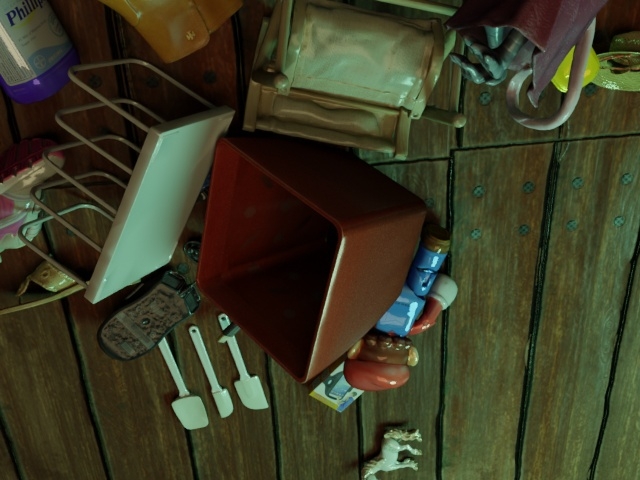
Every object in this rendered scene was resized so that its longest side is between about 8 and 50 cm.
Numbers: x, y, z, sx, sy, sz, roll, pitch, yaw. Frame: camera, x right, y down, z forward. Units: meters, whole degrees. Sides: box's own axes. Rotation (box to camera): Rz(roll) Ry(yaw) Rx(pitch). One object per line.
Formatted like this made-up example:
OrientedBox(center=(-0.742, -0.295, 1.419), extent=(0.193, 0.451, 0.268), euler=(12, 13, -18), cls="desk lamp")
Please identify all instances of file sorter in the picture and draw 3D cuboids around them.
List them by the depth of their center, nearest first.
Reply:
OrientedBox(center=(-0.283, -0.093, 1.202), extent=(0.173, 0.193, 0.277), euler=(33, 117, 12), cls="file sorter")

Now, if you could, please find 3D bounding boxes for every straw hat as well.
OrientedBox(center=(0.459, -0.277, 1.259), extent=(0.144, 0.144, 0.061), euler=(11, 79, -13), cls="straw hat")

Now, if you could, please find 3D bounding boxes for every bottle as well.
OrientedBox(center=(-0.423, -0.321, 1.102), extent=(0.092, 0.118, 0.283), euler=(-8, 126, 25), cls="bottle")

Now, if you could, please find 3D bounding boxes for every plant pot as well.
OrientedBox(center=(0.000, 0.000, 1.261), extent=(0.236, 0.267, 0.267), euler=(-18, 133, -40), cls="plant pot")

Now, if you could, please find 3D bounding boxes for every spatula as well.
OrientedBox(center=(-0.206, 0.243, 1.551), extent=(0.168, 0.019, 0.242), euler=(-14, 123, 4), cls="spatula")

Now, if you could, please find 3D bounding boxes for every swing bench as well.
OrientedBox(center=(0.043, -0.229, 1.165), extent=(0.253, 0.255, 0.165), euler=(9, 83, -13), cls="swing bench")

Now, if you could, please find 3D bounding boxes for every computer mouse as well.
OrientedBox(center=(-0.239, 0.125, 1.450), extent=(0.262, 0.060, 0.184), euler=(-43, 114, 7), cls="computer mouse")

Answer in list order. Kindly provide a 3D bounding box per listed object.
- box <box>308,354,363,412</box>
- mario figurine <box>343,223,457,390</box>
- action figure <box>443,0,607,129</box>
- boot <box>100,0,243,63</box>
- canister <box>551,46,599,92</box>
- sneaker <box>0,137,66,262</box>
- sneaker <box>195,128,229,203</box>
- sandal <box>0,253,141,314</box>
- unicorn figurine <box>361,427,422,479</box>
OrientedBox(center=(0.050, 0.256, 1.583), extent=(0.081, 0.028, 0.136), euler=(33, 116, -24), cls="box")
OrientedBox(center=(0.110, 0.110, 1.465), extent=(0.198, 0.170, 0.320), euler=(25, 111, 20), cls="mario figurine")
OrientedBox(center=(0.310, -0.318, 0.939), extent=(0.370, 0.248, 0.276), euler=(-49, 125, 5), cls="action figure")
OrientedBox(center=(-0.251, -0.316, 1.098), extent=(0.295, 0.104, 0.211), euler=(-32, 128, -12), cls="boot")
OrientedBox(center=(0.310, -0.287, 1.173), extent=(0.073, 0.170, 0.126), euler=(-35, 119, 16), cls="canister")
OrientedBox(center=(-0.462, -0.057, 1.289), extent=(0.252, 0.103, 0.111), euler=(-35, 124, 23), cls="sneaker")
OrientedBox(center=(-0.174, -0.110, 1.300), extent=(0.152, 0.058, 0.084), euler=(-38, 113, 22), cls="sneaker")
OrientedBox(center=(-0.420, 0.057, 1.389), extent=(0.240, 0.088, 0.079), euler=(-13, 92, -6), cls="sandal")
OrientedBox(center=(0.142, 0.436, 1.699), extent=(0.111, 0.060, 0.162), euler=(4, 106, -8), cls="unicorn figurine")
